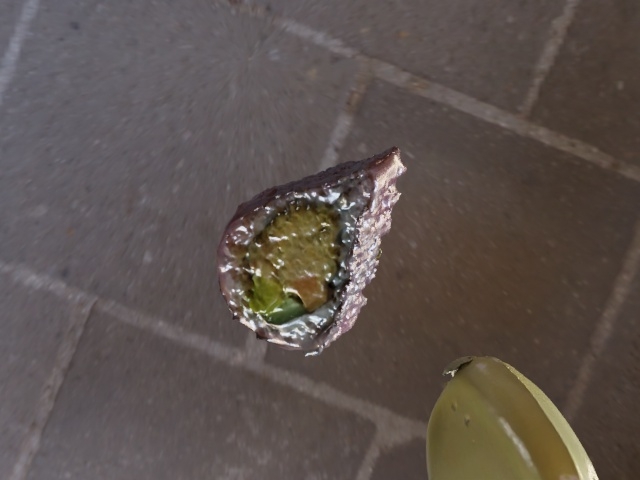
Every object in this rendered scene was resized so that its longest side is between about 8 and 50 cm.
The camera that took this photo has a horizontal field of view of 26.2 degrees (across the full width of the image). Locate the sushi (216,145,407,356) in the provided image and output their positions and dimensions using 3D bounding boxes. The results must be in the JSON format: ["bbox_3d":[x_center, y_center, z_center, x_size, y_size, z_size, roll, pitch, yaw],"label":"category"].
[{"bbox_3d":[-0.017,-0.006,1.411,0.161,0.107,0.241,25,119,18],"label":"sushi"}]

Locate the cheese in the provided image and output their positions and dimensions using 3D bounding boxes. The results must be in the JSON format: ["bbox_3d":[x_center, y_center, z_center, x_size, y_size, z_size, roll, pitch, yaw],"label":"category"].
[{"bbox_3d":[0.231,0.286,1.755,0.128,0.316,0.260,0,130,-31],"label":"cheese"}]
